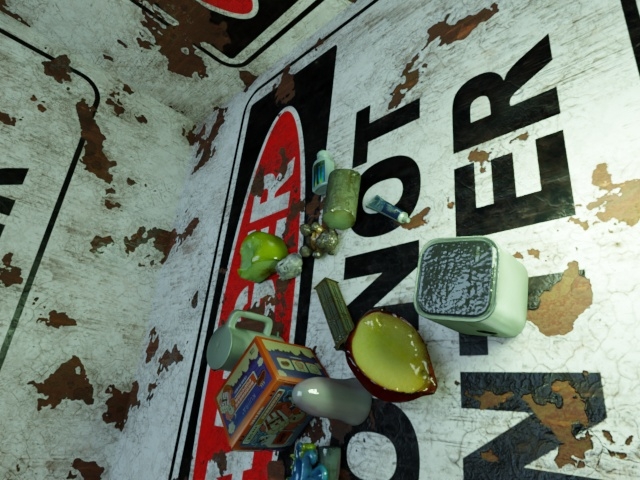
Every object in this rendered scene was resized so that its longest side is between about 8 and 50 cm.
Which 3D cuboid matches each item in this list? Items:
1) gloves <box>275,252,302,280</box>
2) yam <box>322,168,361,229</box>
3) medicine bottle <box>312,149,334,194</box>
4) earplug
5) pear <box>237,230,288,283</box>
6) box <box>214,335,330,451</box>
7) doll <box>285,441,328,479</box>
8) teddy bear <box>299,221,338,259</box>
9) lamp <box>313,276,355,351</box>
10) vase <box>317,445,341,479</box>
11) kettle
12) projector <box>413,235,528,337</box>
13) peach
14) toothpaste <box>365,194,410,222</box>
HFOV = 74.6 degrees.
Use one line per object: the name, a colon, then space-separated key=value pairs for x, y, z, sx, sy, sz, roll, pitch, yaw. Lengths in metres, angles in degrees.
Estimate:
gloves: x=-0.151 y=0.132 z=2.088 sx=0.153 sy=0.070 sz=0.114 roll=-33 pitch=73 yaw=22
yam: x=0.098 y=-0.199 z=1.935 sx=0.161 sy=0.161 sz=0.268 roll=-13 pitch=60 yaw=44
medicine bottle: x=0.014 y=-0.356 z=2.165 sx=0.121 sy=0.083 sz=0.229 roll=-26 pitch=54 yaw=41
earplug: x=0.023 y=0.562 z=1.497 sx=0.172 sy=0.301 sz=0.173 roll=-24 pitch=55 yaw=39
pear: x=-0.325 y=0.055 z=2.262 sx=0.286 sy=0.176 sz=0.282 roll=-34 pitch=46 yaw=31
box: x=-0.185 y=0.618 z=1.688 sx=0.349 sy=0.318 sz=0.257 roll=-55 pitch=42 yaw=11
doll: x=-0.070 y=0.917 z=1.516 sx=0.346 sy=0.098 sz=0.342 roll=-48 pitch=42 yaw=47
teddy bear: x=0.000 y=0.000 z=1.971 sx=0.190 sy=0.140 sz=0.177 roll=12 pitch=108 yaw=42
lamp: x=0.068 y=0.305 z=1.753 sx=0.089 sy=0.090 sz=0.325 roll=-45 pitch=42 yaw=24
vase: x=0.033 y=0.859 z=1.509 sx=0.086 sy=0.086 sz=0.214 roll=-20 pitch=61 yaw=41
kettle: x=-0.316 y=0.487 z=1.907 sx=0.265 sy=0.318 sz=0.205 roll=-52 pitch=39 yaw=17
projector: x=0.455 y=0.143 z=1.266 sx=0.248 sy=0.249 sz=0.248 roll=-5 pitch=67 yaw=43
peach: x=0.245 y=0.412 z=1.419 sx=0.257 sy=0.201 sz=0.361 roll=-40 pitch=50 yaw=-18
toothpaste: x=0.288 y=-0.129 z=1.772 sx=0.268 sy=0.047 sz=0.069 roll=39 pitch=113 yaw=54
